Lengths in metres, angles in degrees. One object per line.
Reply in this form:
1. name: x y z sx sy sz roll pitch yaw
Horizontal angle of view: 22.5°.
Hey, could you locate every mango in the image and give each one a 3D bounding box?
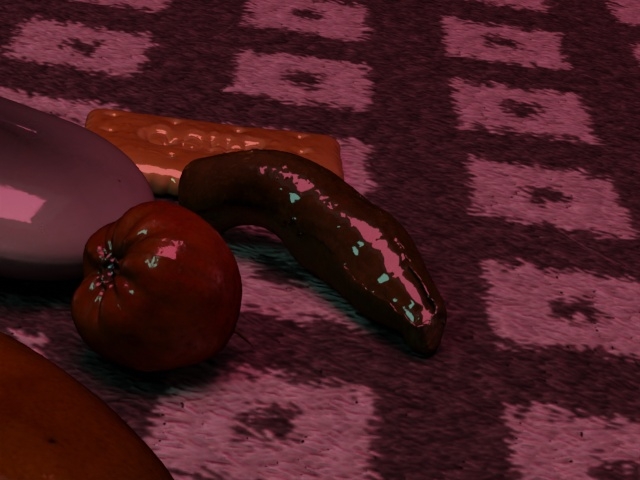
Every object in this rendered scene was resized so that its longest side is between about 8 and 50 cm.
1. mango: -0.181 0.144 0.846 0.201 0.153 0.287 1 26 -42

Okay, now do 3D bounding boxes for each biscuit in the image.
1. biscuit: -0.101 -0.079 1.503 0.249 0.030 0.160 7 24 -4

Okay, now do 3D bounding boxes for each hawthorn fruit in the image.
1. hawthorn fruit: -0.108 0.032 1.150 0.140 0.125 0.125 -1 26 -17

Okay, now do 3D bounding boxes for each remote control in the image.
1. remote control: -0.292 -0.059 1.288 0.332 0.103 0.221 19 28 5

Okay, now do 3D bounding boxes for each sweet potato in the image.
1. sweet potato: 0.001 0.004 1.316 0.112 0.085 0.286 -42 59 -17
